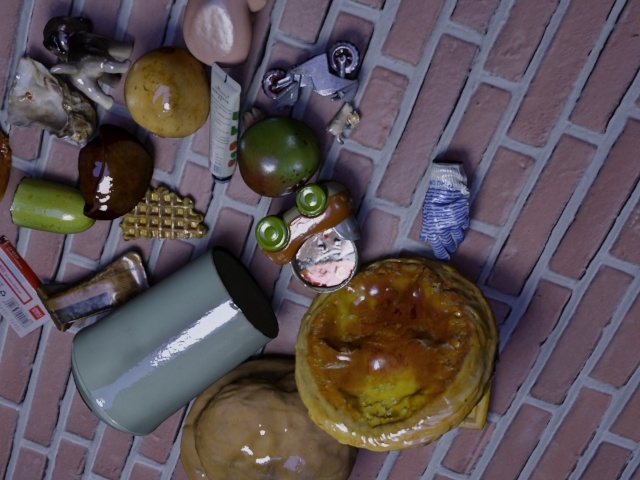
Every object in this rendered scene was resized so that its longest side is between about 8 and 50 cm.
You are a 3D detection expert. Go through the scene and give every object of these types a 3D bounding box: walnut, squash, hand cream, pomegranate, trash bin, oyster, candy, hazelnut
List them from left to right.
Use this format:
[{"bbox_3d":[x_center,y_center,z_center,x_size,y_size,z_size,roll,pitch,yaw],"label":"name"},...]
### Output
[{"bbox_3d":[-0.577,-0.289,1.504,0.232,0.107,0.162,36,116,14],"label":"oyster"},{"bbox_3d":[-0.591,-0.074,1.562,0.186,0.123,0.123,9,110,1],"label":"squash"},{"bbox_3d":[-0.522,0.127,1.634,0.271,0.101,0.143,-20,104,9],"label":"candy"},{"bbox_3d":[-0.450,-0.138,1.486,0.160,0.170,0.202,33,89,-3],"label":"hazelnut"},{"bbox_3d":[-0.312,-0.290,1.415,0.196,0.196,0.196,2,109,7],"label":"pomegranate"},{"bbox_3d":[-0.333,0.228,1.529,0.432,0.280,0.280,-35,101,8],"label":"trash bin"},{"bbox_3d":[-0.198,-0.229,1.426,0.095,0.059,0.276,45,146,25],"label":"hand cream"},{"bbox_3d":[-0.099,-0.193,1.434,0.180,0.180,0.210,-35,71,17],"label":"pomegranate"},{"bbox_3d":[-0.098,0.444,1.551,0.383,0.384,0.384,2,109,7],"label":"walnut"}]

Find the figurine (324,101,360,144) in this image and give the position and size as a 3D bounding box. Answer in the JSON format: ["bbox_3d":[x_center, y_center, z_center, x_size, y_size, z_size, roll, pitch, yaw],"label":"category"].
[{"bbox_3d":[0.050,-0.247,1.455,0.050,0.047,0.083,33,104,-20],"label":"figurine"}]

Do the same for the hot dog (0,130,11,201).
[{"bbox_3d":[-0.778,-0.191,1.526,0.150,0.153,0.257,-12,109,7],"label":"hot dog"}]

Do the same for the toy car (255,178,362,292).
[{"bbox_3d":[0.000,0.000,1.469,0.235,0.145,0.235,2,99,14],"label":"toy car"}]

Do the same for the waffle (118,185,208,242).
[{"bbox_3d":[-0.365,-0.040,1.579,0.192,0.046,0.161,-32,102,17],"label":"waffle"}]

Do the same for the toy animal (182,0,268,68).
[{"bbox_3d":[-0.188,-0.464,1.350,0.166,0.154,0.250,16,108,11],"label":"toy animal"}]

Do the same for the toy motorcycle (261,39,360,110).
[{"bbox_3d":[-0.010,-0.322,1.418,0.215,0.080,0.123,-17,104,19],"label":"toy motorcycle"}]

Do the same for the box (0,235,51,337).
[{"bbox_3d":[-0.745,0.115,1.682,0.122,0.050,0.229,-32,102,15],"label":"box"}]

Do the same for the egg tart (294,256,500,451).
[{"bbox_3d":[0.160,0.235,1.456,0.442,0.443,0.178,-16,142,13],"label":"egg tart"}]

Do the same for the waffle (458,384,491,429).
[{"bbox_3d":[0.278,0.328,1.613,0.247,0.055,0.221,5,109,6],"label":"waffle"}]

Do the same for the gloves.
[{"bbox_3d":[0.263,-0.063,1.469,0.119,0.097,0.229,10,119,36],"label":"gloves"}]

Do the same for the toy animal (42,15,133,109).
[{"bbox_3d":[-0.476,-0.370,1.417,0.168,0.233,0.121,16,118,-35],"label":"toy animal"}]
